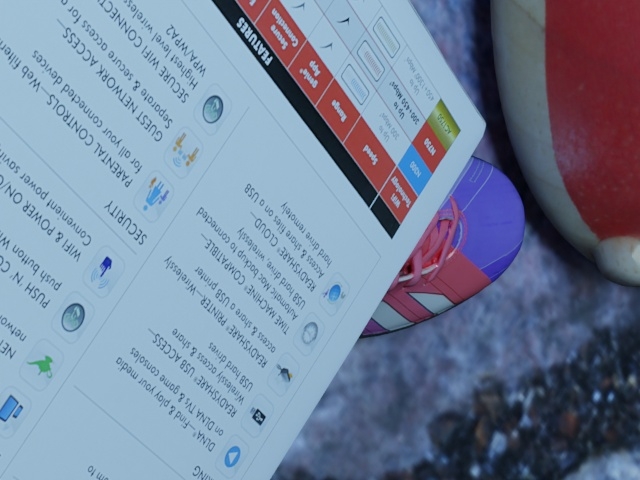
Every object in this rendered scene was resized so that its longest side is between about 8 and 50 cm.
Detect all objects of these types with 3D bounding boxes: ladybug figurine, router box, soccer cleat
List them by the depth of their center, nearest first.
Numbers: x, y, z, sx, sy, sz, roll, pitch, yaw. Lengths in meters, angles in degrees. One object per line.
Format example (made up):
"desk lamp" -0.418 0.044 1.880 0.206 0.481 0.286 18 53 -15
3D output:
"router box" -0.117 -0.017 0.435 0.301 0.082 0.335 -57 140 -16
"soccer cleat" 0.000 0.000 0.837 0.318 0.116 0.109 -2 89 -35
"ladybug figurine" 0.258 -0.183 0.997 0.305 0.162 0.449 22 76 -32
